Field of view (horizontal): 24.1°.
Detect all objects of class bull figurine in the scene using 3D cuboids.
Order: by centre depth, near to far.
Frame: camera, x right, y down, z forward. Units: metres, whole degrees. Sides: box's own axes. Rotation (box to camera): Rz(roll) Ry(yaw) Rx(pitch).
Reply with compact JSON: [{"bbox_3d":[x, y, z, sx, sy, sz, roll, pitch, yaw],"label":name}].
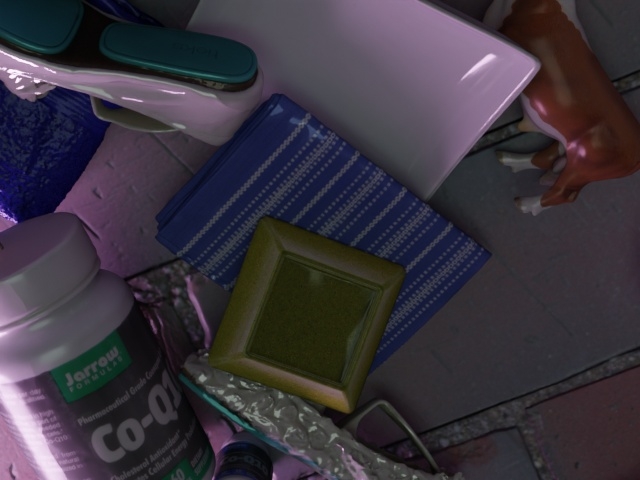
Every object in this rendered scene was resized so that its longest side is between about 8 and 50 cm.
[{"bbox_3d":[0.246,-0.184,1.706,0.188,0.101,0.310,-31,99,18],"label":"bull figurine"}]

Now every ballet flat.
[{"bbox_3d":[-0.263,-0.194,1.641,0.400,0.139,0.139,17,108,-1],"label":"ballet flat"},{"bbox_3d":[0.014,0.229,1.848,0.409,0.147,0.147,38,106,-15],"label":"ballet flat"}]

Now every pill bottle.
[{"bbox_3d":[-0.284,0.162,1.768,0.204,0.204,0.361,-21,113,9],"label":"pill bottle"},{"bbox_3d":[-0.099,0.297,1.858,0.078,0.137,0.078,0,109,1],"label":"pill bottle"}]

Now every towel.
[{"bbox_3d":[-0.345,-0.181,1.742,0.227,0.076,0.308,34,106,-8],"label":"towel"},{"bbox_3d":[0.000,0.000,1.776,0.336,0.040,0.243,36,114,-19],"label":"towel"}]

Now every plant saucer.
[{"bbox_3d":[-0.011,0.090,1.735,0.188,0.045,0.188,20,91,-12],"label":"plant saucer"}]

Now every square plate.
[{"bbox_3d":[0.022,-0.194,1.658,0.347,0.049,0.344,28,145,-7],"label":"square plate"}]

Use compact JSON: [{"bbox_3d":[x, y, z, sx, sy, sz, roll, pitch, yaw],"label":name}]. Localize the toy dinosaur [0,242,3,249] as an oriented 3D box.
[{"bbox_3d":[-0.461,-0.012,1.736,0.295,0.200,0.127,-6,76,23],"label":"toy dinosaur"}]
